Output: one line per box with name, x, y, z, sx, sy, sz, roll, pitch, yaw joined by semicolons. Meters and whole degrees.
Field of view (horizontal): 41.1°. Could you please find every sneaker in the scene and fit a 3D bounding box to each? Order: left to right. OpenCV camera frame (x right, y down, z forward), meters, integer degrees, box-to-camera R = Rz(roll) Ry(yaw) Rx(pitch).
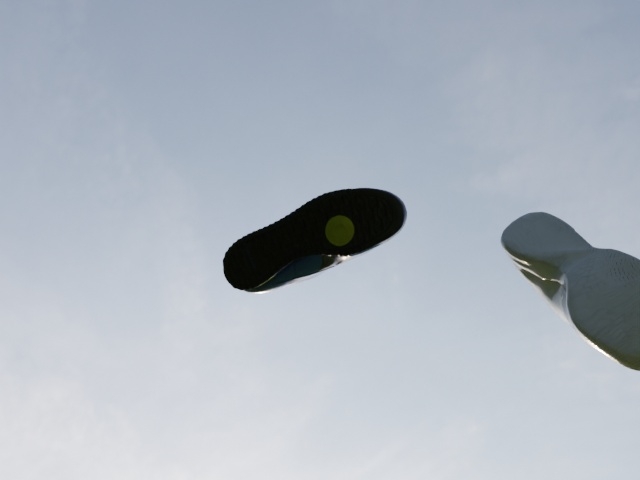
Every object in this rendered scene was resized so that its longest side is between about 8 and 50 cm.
sneaker;0.000;0.000;0.895;0.209;0.069;0.082;-22;-13;22
sneaker;0.241;0.055;0.745;0.080;0.212;0.094;-31;-56;-1
